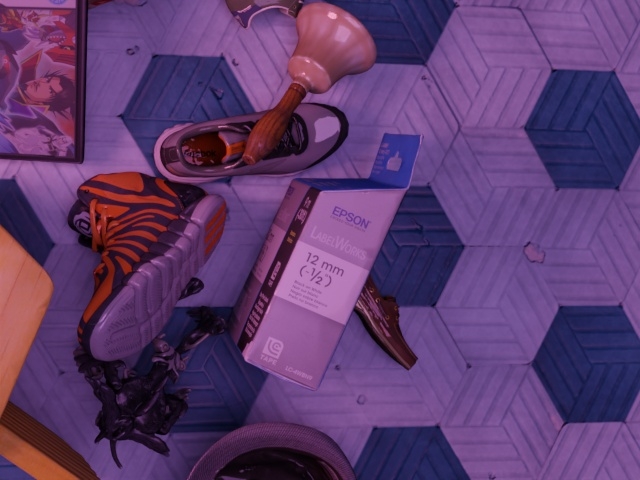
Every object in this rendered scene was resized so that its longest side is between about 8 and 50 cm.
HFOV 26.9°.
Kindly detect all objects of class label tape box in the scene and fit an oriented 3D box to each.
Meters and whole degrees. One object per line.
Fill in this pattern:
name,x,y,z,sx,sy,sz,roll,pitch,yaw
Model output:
label tape box,0.000,0.000,1.765,0.115,0.249,0.348,22,92,-11

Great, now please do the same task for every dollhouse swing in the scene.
dollhouse swing,-0.360,0.126,1.658,0.305,0.347,0.315,24,87,-22

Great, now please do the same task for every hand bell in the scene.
hand bell,-0.036,-0.191,1.783,0.126,0.126,0.242,40,61,-11

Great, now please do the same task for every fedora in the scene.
fedora,-0.084,0.358,1.833,0.275,0.124,0.244,4,94,-24

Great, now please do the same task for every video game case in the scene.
video game case,-0.422,-0.223,1.696,0.248,0.035,0.275,3,127,-8

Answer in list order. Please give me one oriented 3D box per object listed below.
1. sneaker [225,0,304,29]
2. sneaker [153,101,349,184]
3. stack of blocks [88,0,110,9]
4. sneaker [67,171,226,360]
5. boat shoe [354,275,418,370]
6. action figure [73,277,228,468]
sneaker,-0.041,-0.352,1.854,0.192,0.064,0.086,-20,104,-11
sneaker,-0.088,-0.129,1.826,0.271,0.108,0.100,-12,94,-14
stack of blocks,-0.254,-0.367,1.744,0.297,0.171,0.087,-16,95,7
sneaker,-0.266,0.025,1.733,0.180,0.321,0.125,19,128,14
boat shoe,0.087,0.104,1.895,0.060,0.064,0.178,-38,97,-7
action figure,-0.234,0.180,1.769,0.164,0.141,0.276,47,53,-20
